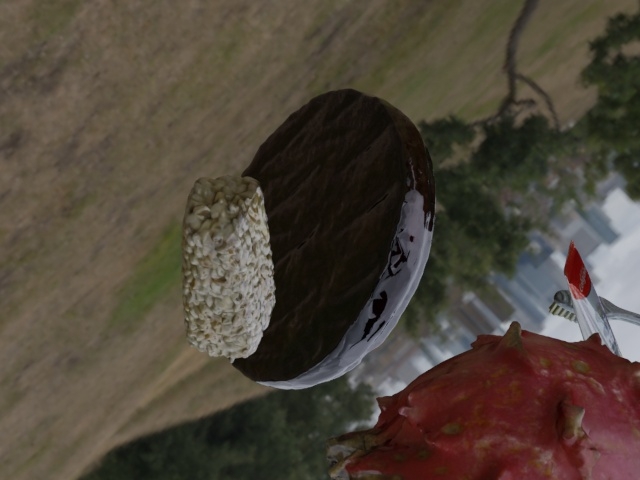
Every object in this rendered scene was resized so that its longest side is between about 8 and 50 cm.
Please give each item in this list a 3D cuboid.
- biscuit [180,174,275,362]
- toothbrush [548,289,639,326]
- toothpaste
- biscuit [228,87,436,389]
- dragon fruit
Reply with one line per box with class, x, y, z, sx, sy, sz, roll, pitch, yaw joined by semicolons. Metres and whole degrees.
biscuit;-0.078;0.023;0.854;0.168;0.070;0.082;90;10;-46
toothbrush;0.409;0.115;1.028;0.037;0.375;0.028;107;0;-55
toothpaste;0.256;0.085;0.953;0.031;0.190;0.048;-6;-142;30
biscuit;0.000;0.000;1.363;0.091;0.407;0.407;21;124;-36
dragon fruit;0.133;0.157;0.700;0.210;0.268;0.205;90;5;-57
